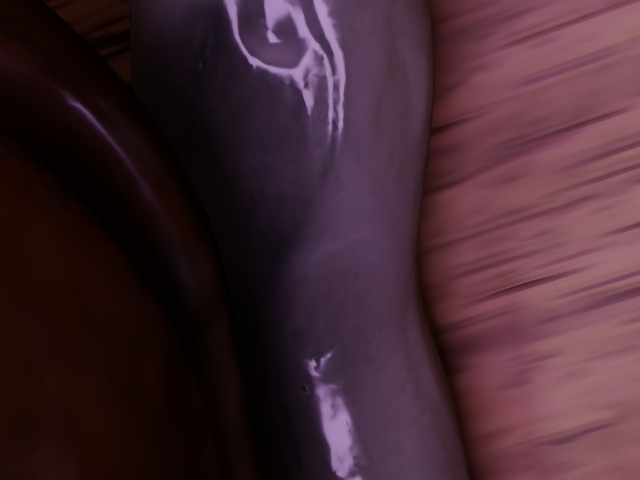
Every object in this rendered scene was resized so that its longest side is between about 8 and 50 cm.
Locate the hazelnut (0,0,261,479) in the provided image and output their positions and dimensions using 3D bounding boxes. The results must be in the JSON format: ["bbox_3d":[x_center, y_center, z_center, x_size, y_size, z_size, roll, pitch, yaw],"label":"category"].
[{"bbox_3d":[-0.226,0.076,0.692,0.402,0.402,0.429,17,118,12],"label":"hazelnut"}]

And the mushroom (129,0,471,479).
[{"bbox_3d":[-0.002,0.001,0.739,0.109,0.097,0.351,-1,111,21],"label":"mushroom"}]
